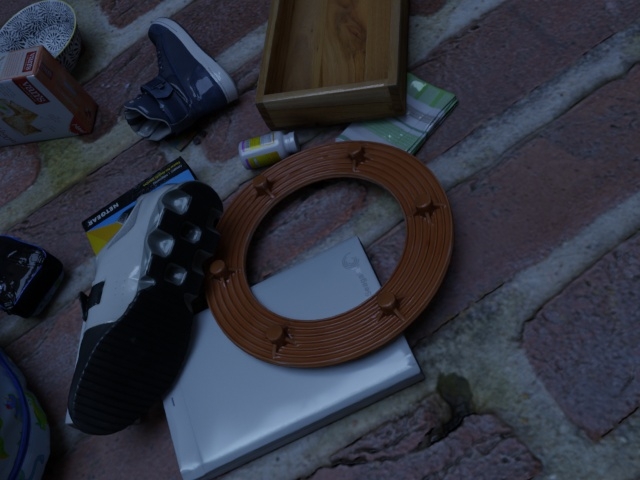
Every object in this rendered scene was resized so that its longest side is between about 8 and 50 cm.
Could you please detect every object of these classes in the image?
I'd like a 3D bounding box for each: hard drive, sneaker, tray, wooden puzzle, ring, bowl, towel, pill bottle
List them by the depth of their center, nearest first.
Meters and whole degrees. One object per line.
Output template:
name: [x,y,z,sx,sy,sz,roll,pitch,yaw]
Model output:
hard drive: [-0.052,0.145,0.895,0.308,0.040,0.203,-27,58,5]
ring: [0.000,0.000,0.912,0.337,0.032,0.336,-12,53,17]
sneaker: [-0.239,0.081,0.919,0.146,0.122,0.330,2,63,43]
towel: [0.105,-0.169,1.013,0.113,0.023,0.152,35,79,30]
pill bottle: [-0.073,-0.132,1.044,0.083,0.043,0.043,-13,60,12]
tray: [0.031,-0.358,1.098,0.203,0.076,0.411,-4,60,17]
wooden puzzle: [-0.219,-0.169,1.135,0.083,0.006,0.049,35,79,31]
sneaker: [-0.256,-0.254,1.139,0.163,0.086,0.226,-38,58,-10]
bowl: [-0.484,-0.333,1.270,0.170,0.080,0.170,-8,61,15]

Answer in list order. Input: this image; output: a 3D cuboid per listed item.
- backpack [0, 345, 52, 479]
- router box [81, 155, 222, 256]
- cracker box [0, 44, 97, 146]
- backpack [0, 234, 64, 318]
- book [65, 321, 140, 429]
backpack: [-0.510,0.233,0.907,0.355,0.273,0.290,37,74,19]
router box: [-0.242,-0.022,1.043,0.179,0.046,0.133,-35,58,-1]
cracker box: [-0.510,-0.228,1.180,0.232,0.155,0.067,-6,62,17]
backpack: [-0.445,0.054,1.052,0.114,0.084,0.105,21,72,22]
book: [-0.279,0.175,0.966,0.096,0.035,0.144,-7,60,11]
